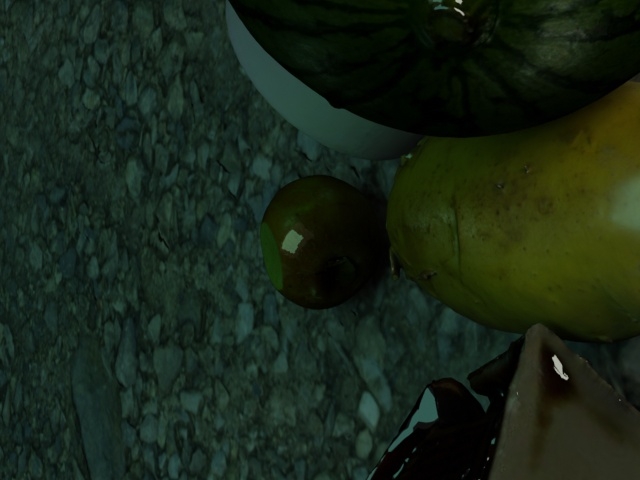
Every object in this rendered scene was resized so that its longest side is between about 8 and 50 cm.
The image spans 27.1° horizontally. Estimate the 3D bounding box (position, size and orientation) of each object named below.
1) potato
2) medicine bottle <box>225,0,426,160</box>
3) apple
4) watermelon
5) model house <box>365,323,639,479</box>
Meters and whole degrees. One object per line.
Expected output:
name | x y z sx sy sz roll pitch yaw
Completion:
potato | 0.158 -0.017 0.893 0.300 0.140 0.173 -1 97 55
medicine bottle | 0.096 -0.226 0.934 0.325 0.212 0.212 -43 56 45
apple | 0.000 0.000 1.150 0.102 0.099 0.114 -123 23 -46
watermelon | 0.054 -0.176 0.722 0.331 0.330 0.189 -51 7 39
model house | 0.138 0.274 0.894 0.317 0.297 0.282 41 147 -2
